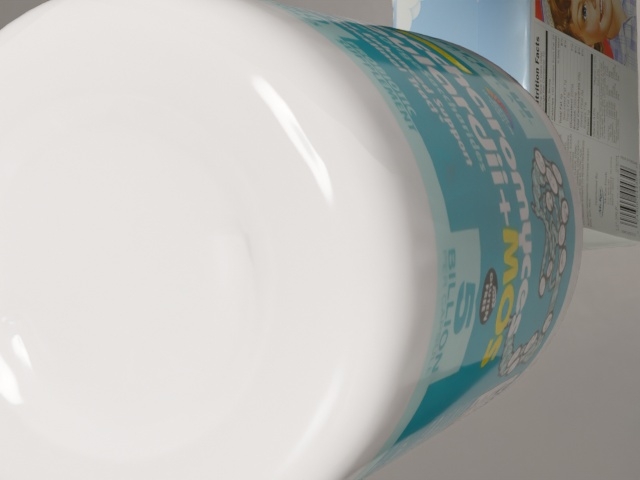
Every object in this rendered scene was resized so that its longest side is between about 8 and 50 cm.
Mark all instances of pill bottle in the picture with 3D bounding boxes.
[{"bbox_3d":[0.000,0.000,0.453,0.146,0.146,0.264,-11,0,23],"label":"pill bottle"}]

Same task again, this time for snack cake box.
[{"bbox_3d":[0.116,-0.131,0.808,0.089,0.264,0.152,-5,-10,36],"label":"snack cake box"}]
